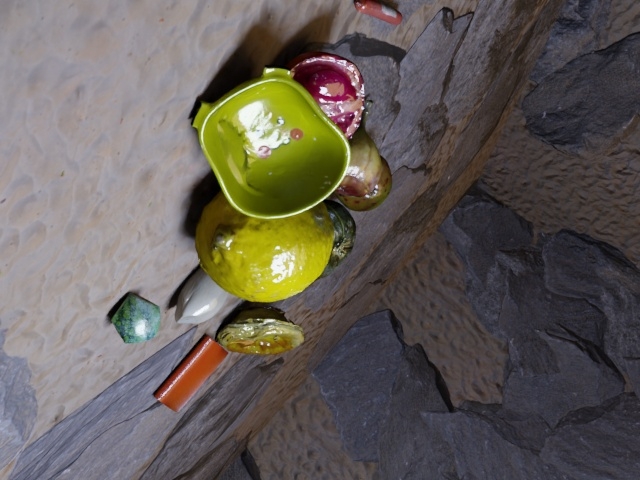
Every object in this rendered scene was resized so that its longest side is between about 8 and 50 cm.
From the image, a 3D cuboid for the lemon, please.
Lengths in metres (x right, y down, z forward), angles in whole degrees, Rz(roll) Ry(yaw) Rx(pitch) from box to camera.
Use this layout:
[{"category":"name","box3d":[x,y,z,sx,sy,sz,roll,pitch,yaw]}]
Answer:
[{"category":"lemon","box3d":[-0.105,-0.005,1.416,0.253,0.253,0.310,-58,164,18]}]

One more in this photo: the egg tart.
[{"category":"egg tart","box3d":[-0.162,0.242,2.014,0.241,0.241,0.106,94,-6,-65]}]

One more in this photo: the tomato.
[{"category":"tomato","box3d":[-0.015,-0.251,1.347,0.173,0.099,0.189,1,119,-24]}]

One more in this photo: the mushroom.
[{"category":"mushroom","box3d":[-0.227,0.097,1.590,0.212,0.088,0.097,-49,154,-24]}]

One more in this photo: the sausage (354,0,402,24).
[{"category":"sausage","box3d":[0.119,-0.452,1.484,0.034,0.034,0.253,-58,165,19]}]

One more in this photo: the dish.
[{"category":"dish","box3d":[-0.085,-0.172,1.246,0.221,0.108,0.262,-29,125,7]}]

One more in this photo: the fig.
[{"category":"fig","box3d":[0.087,-0.209,1.744,0.231,0.160,0.143,-56,-154,8]}]

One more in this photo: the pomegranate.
[{"category":"pomegranate","box3d":[0.105,-0.161,1.938,0.159,0.159,0.205,-56,-168,12]}]

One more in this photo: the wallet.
[{"category":"wallet","box3d":[-0.329,0.339,1.925,0.204,0.045,0.142,-49,156,-11]}]

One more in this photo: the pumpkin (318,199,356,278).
[{"category":"pumpkin","box3d":[0.000,0.000,1.940,0.223,0.157,0.224,-43,151,-31]}]

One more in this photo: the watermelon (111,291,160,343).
[{"category":"watermelon","box3d":[-0.339,0.144,1.394,0.084,0.092,0.072,-45,-155,1]}]
